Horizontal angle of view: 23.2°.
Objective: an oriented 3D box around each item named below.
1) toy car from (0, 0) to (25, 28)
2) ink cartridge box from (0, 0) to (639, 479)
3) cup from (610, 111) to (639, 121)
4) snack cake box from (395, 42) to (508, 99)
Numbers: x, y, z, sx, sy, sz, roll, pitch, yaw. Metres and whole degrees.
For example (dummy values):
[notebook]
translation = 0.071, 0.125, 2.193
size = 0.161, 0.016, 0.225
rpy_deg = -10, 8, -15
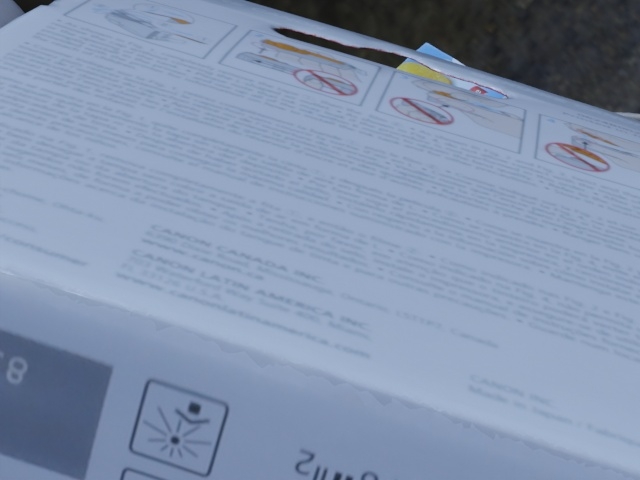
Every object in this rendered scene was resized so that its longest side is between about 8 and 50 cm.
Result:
[toy car]
translation = -0.224, -0.099, 0.774
size = 0.219, 0.238, 0.210
rpy_deg = -57, 43, 18
[ink cartridge box]
translation = 0.000, 0.000, 0.629
size = 0.308, 0.385, 0.091
rpy_deg = 17, 111, 3
[cup]
translation = 0.337, 0.049, 1.799
size = 0.331, 0.237, 0.331
rpy_deg = -4, 49, 5
[snack cake box]
translation = 0.031, -0.006, 1.187
size = 0.089, 0.152, 0.264
rpy_deg = 35, 65, 27
